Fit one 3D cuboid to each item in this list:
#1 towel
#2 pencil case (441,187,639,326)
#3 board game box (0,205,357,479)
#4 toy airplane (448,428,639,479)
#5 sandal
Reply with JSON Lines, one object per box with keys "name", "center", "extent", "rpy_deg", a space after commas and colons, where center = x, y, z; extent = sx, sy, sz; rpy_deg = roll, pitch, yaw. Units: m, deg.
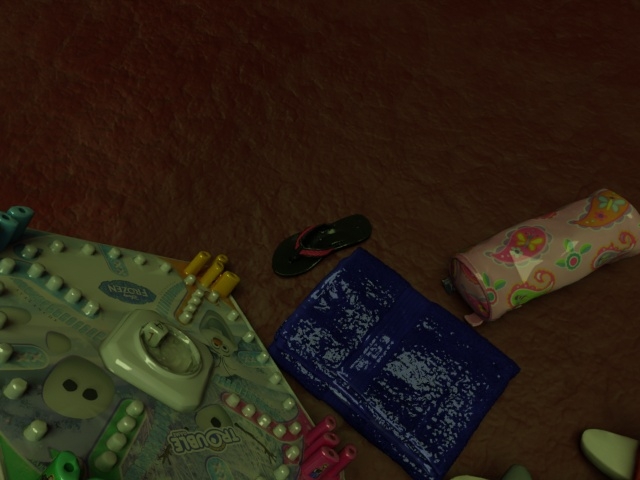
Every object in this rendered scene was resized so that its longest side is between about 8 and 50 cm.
{"name": "towel", "center": [0.102, 0.169, 0.734], "extent": [0.308, 0.076, 0.228], "rpy_deg": [37, 74, 15]}
{"name": "pencil case", "center": [0.335, 0.025, 0.767], "extent": [0.284, 0.124, 0.124], "rpy_deg": [-24, 69, -7]}
{"name": "board game box", "center": [-0.168, 0.122, 0.569], "extent": [0.050, 0.390, 0.390], "rpy_deg": [-49, 57, 14]}
{"name": "toy airplane", "center": [0.373, 0.367, 0.536], "extent": [0.386, 0.272, 0.384], "rpy_deg": [-30, 53, 2]}
{"name": "sandal", "center": [0.000, 0.000, 0.824], "extent": [0.179, 0.040, 0.067], "rpy_deg": [-25, 70, -8]}
